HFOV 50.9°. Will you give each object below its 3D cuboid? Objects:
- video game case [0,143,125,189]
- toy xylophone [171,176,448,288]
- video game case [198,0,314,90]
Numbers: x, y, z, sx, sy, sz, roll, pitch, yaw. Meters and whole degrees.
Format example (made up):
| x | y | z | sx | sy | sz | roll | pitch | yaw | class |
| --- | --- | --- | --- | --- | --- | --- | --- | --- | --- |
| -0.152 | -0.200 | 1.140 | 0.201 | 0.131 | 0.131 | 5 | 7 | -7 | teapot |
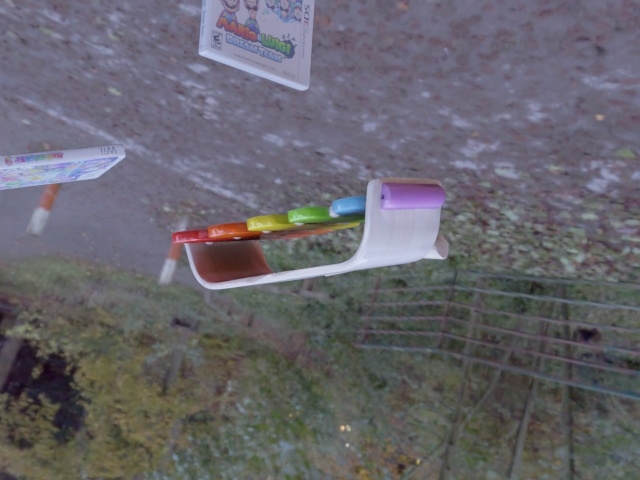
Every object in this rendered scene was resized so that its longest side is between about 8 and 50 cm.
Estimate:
| x | y | z | sx | sy | sz | roll | pitch | yaw | class |
| --- | --- | --- | --- | --- | --- | --- | --- | --- | --- |
| -0.208 | -0.048 | 0.469 | 0.122 | 0.011 | 0.087 | -12 | 180 | -32 | video game case |
| 0.000 | 0.000 | 0.765 | 0.323 | 0.081 | 0.236 | -10 | 175 | 34 | toy xylophone |
| -0.069 | -0.263 | 0.780 | 0.019 | 0.143 | 0.157 | 0 | 174 | 45 | video game case |
